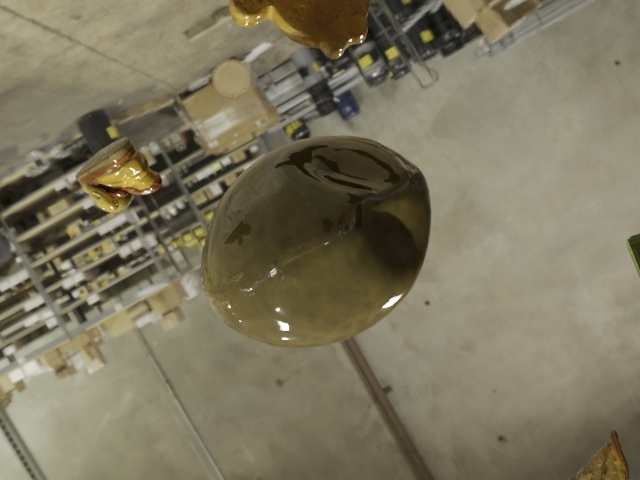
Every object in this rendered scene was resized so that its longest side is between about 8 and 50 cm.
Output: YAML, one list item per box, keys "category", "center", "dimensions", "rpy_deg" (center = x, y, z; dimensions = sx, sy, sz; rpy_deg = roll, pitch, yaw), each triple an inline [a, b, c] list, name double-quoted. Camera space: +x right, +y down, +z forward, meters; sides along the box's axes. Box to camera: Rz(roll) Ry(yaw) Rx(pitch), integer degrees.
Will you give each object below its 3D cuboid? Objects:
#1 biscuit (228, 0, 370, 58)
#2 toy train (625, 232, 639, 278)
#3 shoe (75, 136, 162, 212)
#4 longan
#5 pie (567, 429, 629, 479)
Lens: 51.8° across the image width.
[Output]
- category: "biscuit"
  center: [-0.040, -0.346, 0.877]
  dimensions: [0.184, 0.249, 0.035]
  rpy_deg: [-61, -178, -15]
- category: "toy train"
  center: [0.635, 0.060, 1.173]
  dimensions: [0.137, 0.225, 0.090]
  rpy_deg: [-22, 151, 22]
- category: "shoe"
  center: [-0.225, -0.066, 0.727]
  dimensions: [0.109, 0.069, 0.072]
  rpy_deg: [-32, -155, 30]
- category: "longan"
  center: [0.000, 0.000, 0.894]
  dimensions: [0.350, 0.288, 0.288]
  rpy_deg: [-38, -173, -34]
- category: "pie"
  center: [0.303, 0.287, 0.729]
  dimensions: [0.034, 0.092, 0.170]
  rpy_deg: [1, 141, -7]
